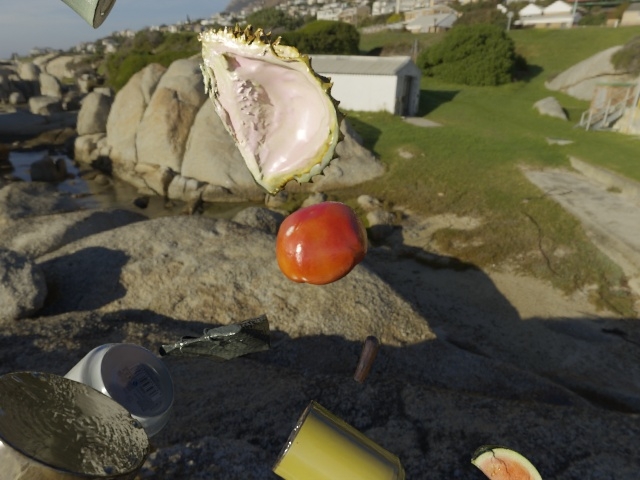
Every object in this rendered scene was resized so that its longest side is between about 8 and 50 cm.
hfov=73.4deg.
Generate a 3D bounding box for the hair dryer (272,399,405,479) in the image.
[{"bbox_3d":[0.004,0.309,0.579,0.135,0.278,0.090,30,57,5],"label":"hair dryer"}]

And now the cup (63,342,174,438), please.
[{"bbox_3d":[-0.516,0.433,0.961,0.327,0.237,0.323,-39,34,12],"label":"cup"}]

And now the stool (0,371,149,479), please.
[{"bbox_3d":[-0.324,0.294,0.434,0.179,0.264,0.179,32,-5,3],"label":"stool"}]

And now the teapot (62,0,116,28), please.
[{"bbox_3d":[-0.506,-0.561,0.889,0.149,0.162,0.239,28,-5,-24],"label":"teapot"}]

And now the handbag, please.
[{"bbox_3d":[-0.240,0.238,1.026,0.270,0.088,0.175,-22,-20,28],"label":"handbag"}]

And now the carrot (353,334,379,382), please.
[{"bbox_3d":[0.091,0.232,0.843,0.032,0.093,0.032,21,-11,4],"label":"carrot"}]

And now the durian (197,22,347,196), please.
[{"bbox_3d":[-0.049,-0.220,0.731,0.196,0.305,0.185,6,30,42],"label":"durian"}]

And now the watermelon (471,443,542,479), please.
[{"bbox_3d":[0.534,0.653,1.206,0.245,0.063,0.119,36,63,0],"label":"watermelon"}]

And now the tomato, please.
[{"bbox_3d":[0.000,0.002,1.137,0.260,0.180,0.260,-16,28,9],"label":"tomato"}]
